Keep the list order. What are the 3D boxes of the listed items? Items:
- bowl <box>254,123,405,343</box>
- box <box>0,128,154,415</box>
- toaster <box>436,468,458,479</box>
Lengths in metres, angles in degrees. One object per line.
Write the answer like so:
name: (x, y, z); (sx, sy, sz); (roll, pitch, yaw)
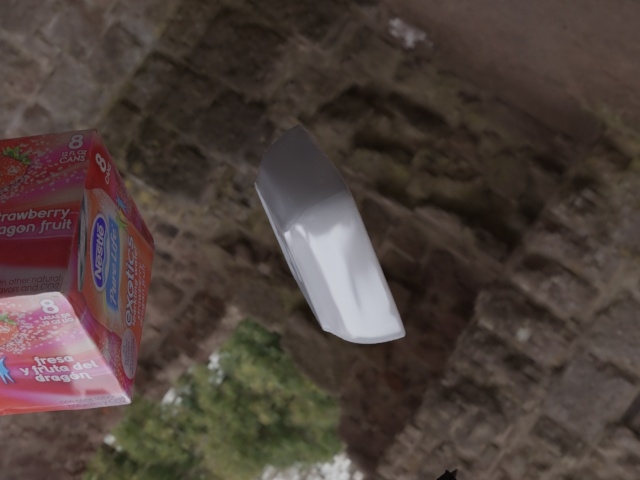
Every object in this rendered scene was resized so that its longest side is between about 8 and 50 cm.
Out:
bowl: (0.000, 0.000, 0.863); (0.142, 0.053, 0.142); (-120, 8, -59)
box: (-0.288, 0.032, 0.883); (0.299, 0.154, 0.142); (-5, 140, 11)
toaster: (0.069, 0.286, 0.962); (0.168, 0.185, 0.110); (-150, 42, -72)
